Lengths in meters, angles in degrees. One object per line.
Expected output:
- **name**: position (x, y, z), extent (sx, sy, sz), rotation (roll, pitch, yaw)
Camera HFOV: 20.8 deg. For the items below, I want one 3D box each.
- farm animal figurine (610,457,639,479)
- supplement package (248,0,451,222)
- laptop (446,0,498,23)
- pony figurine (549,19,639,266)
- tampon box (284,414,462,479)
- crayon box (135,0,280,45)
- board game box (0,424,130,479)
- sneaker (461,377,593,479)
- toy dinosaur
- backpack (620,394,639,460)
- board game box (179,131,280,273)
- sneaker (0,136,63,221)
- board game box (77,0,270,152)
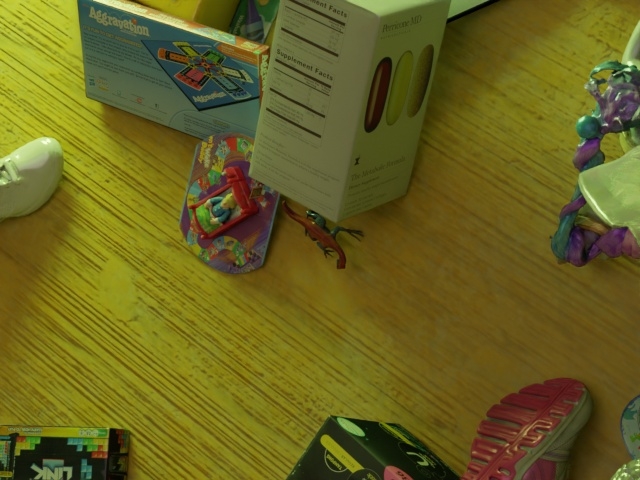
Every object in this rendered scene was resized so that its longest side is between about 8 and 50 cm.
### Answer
- **farm animal figurine**: position (0.466, 0.221, 1.579), extent (0.327, 0.172, 0.330), rotation (34, 107, 7)
- **supplement package**: position (0.030, -0.167, 1.907), extent (0.134, 0.139, 0.244), rotation (28, 122, 29)
- **laptop**: position (0.123, -0.468, 1.894), extent (0.408, 0.236, 0.382), rotation (-22, 71, 17)
- **pony figurine**: position (0.381, -0.088, 1.704), extent (0.363, 0.303, 0.351), rotation (-63, 28, 10)
- **tampon box**: position (0.060, 0.264, 1.857), extent (0.120, 0.161, 0.101), rotation (39, 101, 28)
- **crayon box**: position (-0.176, -0.381, 2.140), extent (0.323, 0.083, 0.203), rotation (26, 95, 29)
- **board game box**: position (-0.318, 0.297, 2.129), extent (0.170, 0.048, 0.141), rotation (-3, 79, 29)
- **sneaker**: position (0.208, 0.257, 1.819), extent (0.252, 0.111, 0.103), rotation (-52, 30, -9)
- **toy dinosaur**: position (0.000, 0.000, 1.991), extent (0.047, 0.090, 0.082), rotation (-66, 27, 22)
- **backpack**: position (0.361, 0.187, 1.746), extent (0.114, 0.084, 0.105), rotation (-31, 67, 23)
- **board game box**: position (-0.116, -0.044, 2.058), extent (0.133, 0.033, 0.168), rotation (23, 107, 30)
- **sneaker**: position (-0.422, -0.063, 2.218), extent (0.212, 0.094, 0.080), rotation (-34, 66, 20)
- **board game box**: position (-0.177, -0.201, 2.099), extent (0.281, 0.027, 0.145), rotation (22, 130, 30)
